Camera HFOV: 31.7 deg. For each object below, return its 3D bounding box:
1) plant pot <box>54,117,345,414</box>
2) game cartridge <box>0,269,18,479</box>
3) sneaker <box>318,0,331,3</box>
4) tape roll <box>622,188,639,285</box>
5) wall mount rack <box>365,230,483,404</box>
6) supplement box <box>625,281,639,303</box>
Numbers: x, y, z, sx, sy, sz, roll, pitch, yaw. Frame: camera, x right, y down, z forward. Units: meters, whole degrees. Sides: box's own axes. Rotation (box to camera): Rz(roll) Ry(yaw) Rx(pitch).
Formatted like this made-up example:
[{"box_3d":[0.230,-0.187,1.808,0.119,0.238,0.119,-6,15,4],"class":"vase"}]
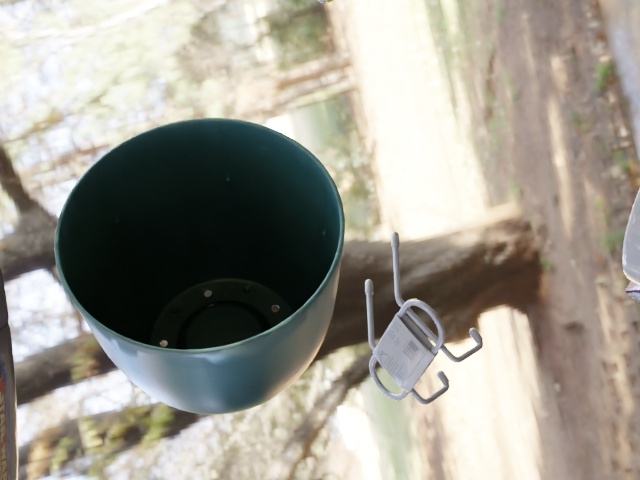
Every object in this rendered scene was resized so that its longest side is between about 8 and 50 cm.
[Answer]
[{"box_3d":[-0.117,0.052,1.226,0.235,0.293,0.293,86,173,-55],"class":"plant pot"},{"box_3d":[-0.259,0.163,0.759,0.198,0.062,0.297,-59,-28,-73],"class":"game cartridge"},{"box_3d":[-0.009,-0.299,1.263,0.083,0.031,0.035,41,156,36],"class":"sneaker"},{"box_3d":[0.414,-0.062,1.109,0.100,0.286,0.286,32,158,29],"class":"tape roll"},{"box_3d":[0.180,0.170,2.354,0.304,0.130,0.350,49,147,17],"class":"wall mount rack"},{"box_3d":[0.483,0.061,1.603,0.043,0.055,0.083,36,165,-17],"class":"supplement box"}]
